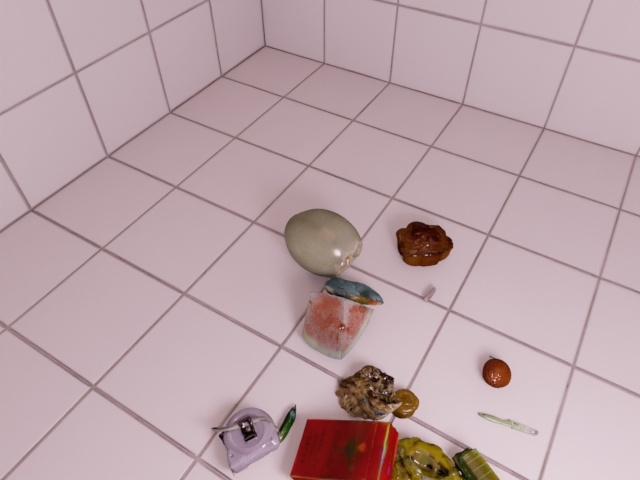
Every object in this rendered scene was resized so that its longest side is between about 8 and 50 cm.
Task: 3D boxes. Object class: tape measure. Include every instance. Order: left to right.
[{"bbox_3d":[-0.243,0.649,1.697,0.196,0.105,0.178,-31,50,-15],"label":"tape measure"}]

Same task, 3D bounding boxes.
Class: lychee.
[{"bbox_3d":[0.646,0.477,1.861,0.140,0.101,0.114,-33,60,-31],"label":"lychee"}]

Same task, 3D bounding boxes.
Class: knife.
[{"bbox_3d":[0.653,0.636,1.774,0.207,0.014,0.030,16,50,13],"label":"knife"}]

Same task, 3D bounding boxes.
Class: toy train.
[{"bbox_3d":[0.502,0.751,1.584,0.090,0.137,0.225,-23,52,-20],"label":"toy train"}]

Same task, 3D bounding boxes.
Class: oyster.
[{"bbox_3d":[0.161,0.539,1.805,0.222,0.083,0.214,-22,40,6],"label":"oyster"}]

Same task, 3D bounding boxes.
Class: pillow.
[{"bbox_3d":[0.129,0.207,2.055,0.233,0.086,0.214,19,-2,-31],"label":"pillow"}]

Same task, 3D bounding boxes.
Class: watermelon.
[{"bbox_3d":[0.055,0.304,1.961,0.212,0.201,0.262,14,52,25],"label":"watermelon"}]

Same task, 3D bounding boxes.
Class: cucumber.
[{"bbox_3d":[-0.114,0.636,1.764,0.037,0.037,0.155,18,50,16],"label":"cucumber"}]

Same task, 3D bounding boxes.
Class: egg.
[{"bbox_3d":[0.000,0.000,2.189,0.336,0.278,0.278,35,56,22],"label":"egg"}]

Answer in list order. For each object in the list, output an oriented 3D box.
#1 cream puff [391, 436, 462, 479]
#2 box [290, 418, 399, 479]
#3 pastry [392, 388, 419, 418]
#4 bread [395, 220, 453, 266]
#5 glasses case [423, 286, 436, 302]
[{"bbox_3d":[0.304,0.731,1.574,0.281,0.185,0.282,-2,48,2],"label":"cream puff"},{"bbox_3d":[0.077,0.675,1.604,0.313,0.089,0.197,-11,39,32],"label":"box"},{"bbox_3d":[0.294,0.579,1.802,0.109,0.057,0.097,-3,42,-5],"label":"pastry"},{"bbox_3d":[0.461,0.011,2.271,0.246,0.135,0.232,-5,47,-4],"label":"bread"},{"bbox_3d":[0.460,0.228,2.140,0.021,0.032,0.083,32,56,24],"label":"glasses case"}]
